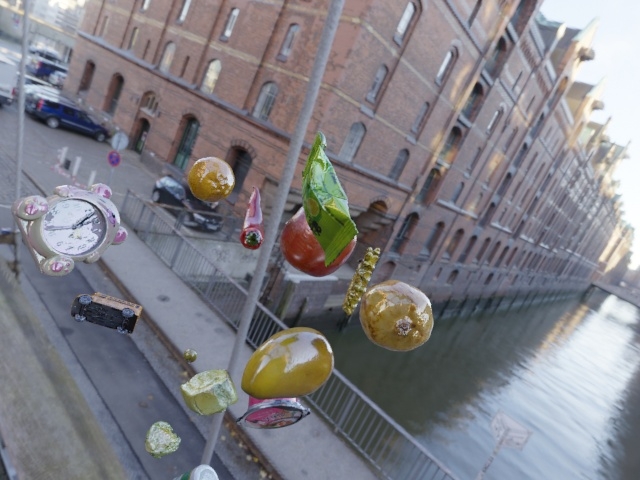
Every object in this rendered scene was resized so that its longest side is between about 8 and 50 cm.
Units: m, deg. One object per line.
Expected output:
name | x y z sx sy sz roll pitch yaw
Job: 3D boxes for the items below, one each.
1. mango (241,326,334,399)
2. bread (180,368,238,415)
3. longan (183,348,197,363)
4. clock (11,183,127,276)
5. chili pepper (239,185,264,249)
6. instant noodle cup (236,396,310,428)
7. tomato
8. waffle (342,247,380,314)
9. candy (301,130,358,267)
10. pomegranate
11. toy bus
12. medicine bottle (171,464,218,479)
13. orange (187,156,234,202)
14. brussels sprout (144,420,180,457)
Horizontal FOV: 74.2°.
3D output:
mango | -0.092 0.371 1.271 0.317 0.211 0.173 -3 17 -45
bread | -0.417 0.585 1.616 0.186 0.124 0.257 -18 4 -31
longan | -0.698 0.621 2.266 0.075 0.075 0.083 21 37 -17
clock | -0.851 -0.050 1.466 0.114 0.284 0.309 3 24 43
chili pepper | -0.254 -0.064 1.554 0.092 0.137 0.368 -4 32 -9
instant noodle cup | -0.201 0.657 1.779 0.302 0.258 0.181 0 48 -10
tomato | -0.002 0.000 1.236 0.188 0.232 0.232 43 19 23
waffle | 0.148 0.168 1.689 0.069 0.259 0.293 22 -26 4
candy | 0.004 -0.084 0.869 0.069 0.149 0.246 -11 68 -25
pomegranate | 0.241 0.241 1.354 0.248 0.248 0.248 24 12 -6
toy bus | -0.678 0.224 1.348 0.194 0.083 0.088 22 19 -14
medicine bottle | -0.293 0.552 0.923 0.080 0.130 0.080 54 15 -21
orange | -0.368 -0.204 1.442 0.159 0.159 0.136 17 7 -33
brussels sprout | -0.658 0.818 1.737 0.139 0.100 0.181 59 16 14
